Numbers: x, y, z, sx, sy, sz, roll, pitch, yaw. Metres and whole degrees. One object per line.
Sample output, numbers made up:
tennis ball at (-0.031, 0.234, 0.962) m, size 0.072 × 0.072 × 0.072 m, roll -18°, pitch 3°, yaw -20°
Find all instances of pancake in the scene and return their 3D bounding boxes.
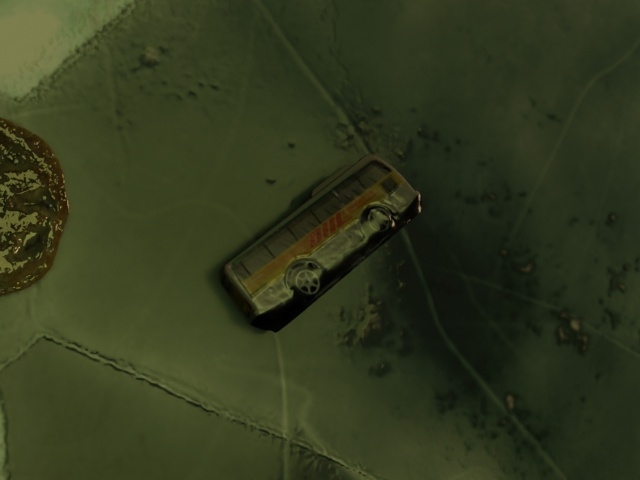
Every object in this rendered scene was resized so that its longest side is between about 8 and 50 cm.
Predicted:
pancake at (-0.269, -0.025, 0.989) m, size 0.152 × 0.025 × 0.151 m, roll 2°, pitch 84°, yaw -17°

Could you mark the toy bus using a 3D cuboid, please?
toy bus at (0.000, 0.000, 1.045) m, size 0.172 × 0.057 × 0.072 m, roll -39°, pitch 86°, yaw -15°
